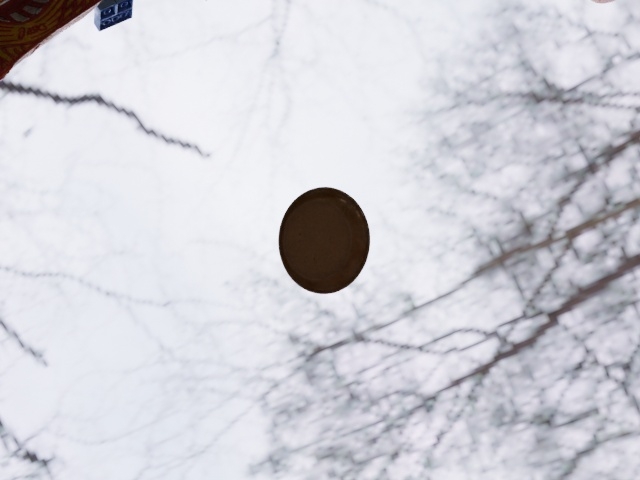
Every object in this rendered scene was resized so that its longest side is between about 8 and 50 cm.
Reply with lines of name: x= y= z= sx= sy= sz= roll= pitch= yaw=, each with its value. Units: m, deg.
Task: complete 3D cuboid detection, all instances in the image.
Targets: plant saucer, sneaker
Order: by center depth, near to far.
sneaker: x=-0.213 y=-0.136 z=1.163 sx=0.175 sy=0.067 sz=0.064 roll=-30 pitch=-85 yaw=-26
plant saucer: x=0.000 y=0.000 z=1.374 sx=0.083 sy=0.015 sz=0.083 roll=0 pitch=-89 yaw=-31

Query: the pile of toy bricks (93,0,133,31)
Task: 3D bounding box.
pile of toy bricks: x=-0.128 y=-0.262 z=1.454 sx=0.212 sy=0.118 sz=0.105 roll=-26 pitch=-110 yaw=-19

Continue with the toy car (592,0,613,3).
toy car: x=0.236 y=-0.188 z=1.058 sx=0.182 sy=0.159 sz=0.136 roll=-12 pitch=-108 yaw=1
